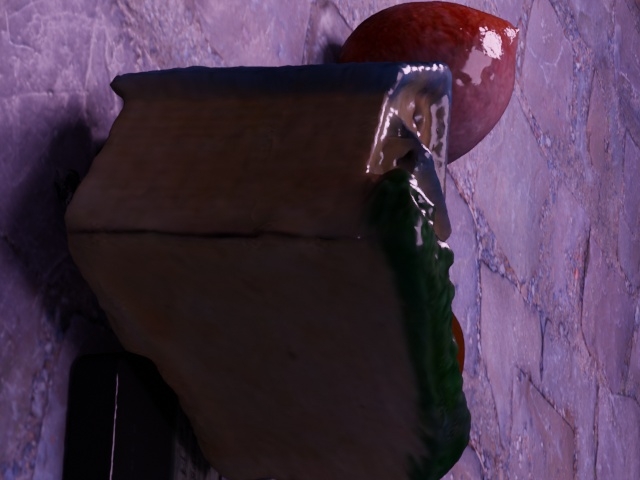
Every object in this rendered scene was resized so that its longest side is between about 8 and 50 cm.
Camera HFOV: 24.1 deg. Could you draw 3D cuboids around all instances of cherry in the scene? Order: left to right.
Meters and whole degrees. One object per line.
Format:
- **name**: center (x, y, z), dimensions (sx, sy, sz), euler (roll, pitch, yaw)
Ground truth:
- **cherry**: center (0.147, -0.206, 1.991), dimensions (0.206, 0.239, 0.239), euler (-70, 143, -47)

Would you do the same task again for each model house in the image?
- **model house**: center (0.000, 0.000, 1.448), dimensions (0.343, 0.334, 0.382), euler (-72, 154, -43)

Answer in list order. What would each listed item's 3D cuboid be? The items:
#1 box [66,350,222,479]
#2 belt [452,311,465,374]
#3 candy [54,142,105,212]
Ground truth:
- **box**: center (-0.168, 0.292, 1.438), dimensions (0.211, 0.058, 0.350), euler (32, 56, -60)
- **belt**: center (0.045, 0.153, 1.725), dimensions (0.122, 0.217, 0.339), euler (58, 39, -31)
- **candy**: center (-0.193, -0.081, 1.480), dimensions (0.226, 0.051, 0.094), euler (-52, 127, -55)
